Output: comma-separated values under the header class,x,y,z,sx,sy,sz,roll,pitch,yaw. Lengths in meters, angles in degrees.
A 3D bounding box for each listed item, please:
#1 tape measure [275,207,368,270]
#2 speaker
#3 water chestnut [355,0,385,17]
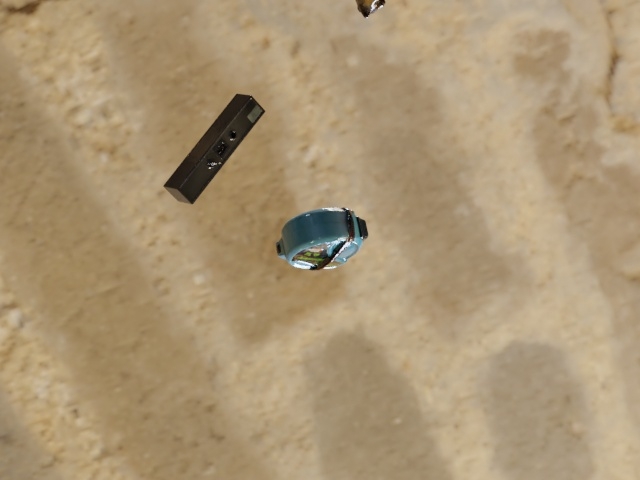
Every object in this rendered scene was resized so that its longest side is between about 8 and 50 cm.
class,x,y,z,sx,sy,sz,roll,pitch,yaw
tape measure,0.000,0.000,2.339,0.125,0.146,0.081,4,-116,-33
speaker,-0.161,-0.141,2.252,0.191,0.046,0.040,-53,-56,-16
water chestnut,0.091,-0.452,2.050,0.350,0.351,0.302,-49,-29,-57
